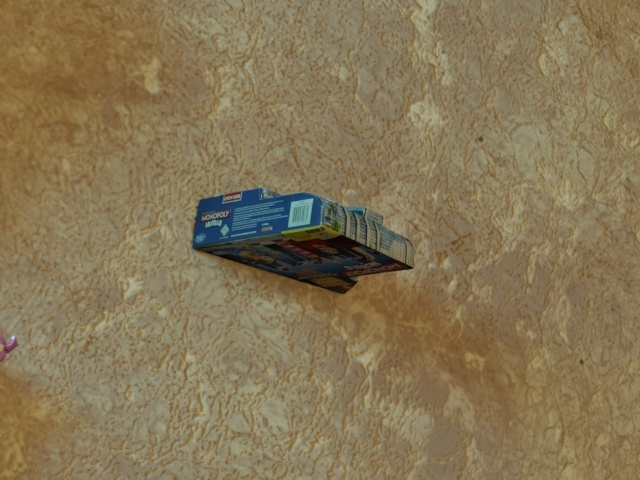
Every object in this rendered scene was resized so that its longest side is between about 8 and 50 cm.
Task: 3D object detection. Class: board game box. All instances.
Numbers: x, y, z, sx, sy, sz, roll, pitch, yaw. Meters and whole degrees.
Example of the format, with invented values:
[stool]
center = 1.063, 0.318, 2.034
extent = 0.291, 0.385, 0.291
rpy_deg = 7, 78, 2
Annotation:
[board game box]
center = 0.000, 0.000, 1.637
extent = 0.194, 0.194, 0.060
rpy_deg = 23, 67, -43

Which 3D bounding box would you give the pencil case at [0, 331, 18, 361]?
[pencil case]
center = -0.366, 0.157, 1.394
extent = 0.088, 0.086, 0.206
rpy_deg = 22, 64, 10
